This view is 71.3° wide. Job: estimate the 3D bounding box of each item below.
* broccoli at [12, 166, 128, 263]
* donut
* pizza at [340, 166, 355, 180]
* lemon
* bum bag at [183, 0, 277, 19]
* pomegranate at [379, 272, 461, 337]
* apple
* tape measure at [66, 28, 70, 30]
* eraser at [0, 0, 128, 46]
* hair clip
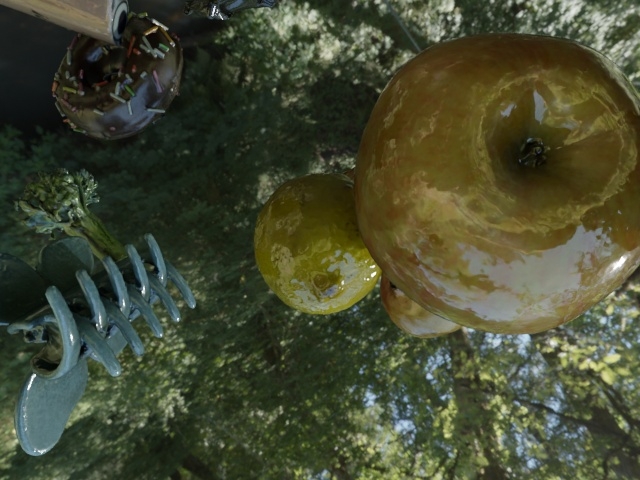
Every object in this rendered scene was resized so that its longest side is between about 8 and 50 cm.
[{"bbox_3d":[-0.552,-0.061,1.038,0.177,0.275,0.198,-46,166,-42],"label":"broccoli"},{"bbox_3d":[-0.383,-0.315,0.843,0.270,0.269,0.103,-37,155,1],"label":"donut"},{"bbox_3d":[0.057,-0.120,1.138,0.246,0.058,0.127,-32,-150,23],"label":"pizza"},{"bbox_3d":[0.000,0.001,0.825,0.260,0.260,0.284,-35,-162,38],"label":"lemon"},{"bbox_3d":[-0.198,-0.635,1.166,0.326,0.079,0.142,-23,-145,-6],"label":"bum bag"},{"bbox_3d":[0.277,0.118,1.129,0.264,0.264,0.264,-37,-177,3],"label":"pomegranate"},{"bbox_3d":[0.231,-0.072,0.591,0.391,0.391,0.346,-37,175,3],"label":"apple"},{"bbox_3d":[-0.728,-0.694,1.316,0.081,0.125,0.146,-11,120,-70],"label":"tape measure"},{"bbox_3d":[-0.465,-0.448,0.718,0.087,0.291,0.171,-90,-159,-56],"label":"eraser"},{"bbox_3d":[-0.425,0.132,0.822,0.238,0.392,0.318,-16,-167,21],"label":"hair clip"}]
